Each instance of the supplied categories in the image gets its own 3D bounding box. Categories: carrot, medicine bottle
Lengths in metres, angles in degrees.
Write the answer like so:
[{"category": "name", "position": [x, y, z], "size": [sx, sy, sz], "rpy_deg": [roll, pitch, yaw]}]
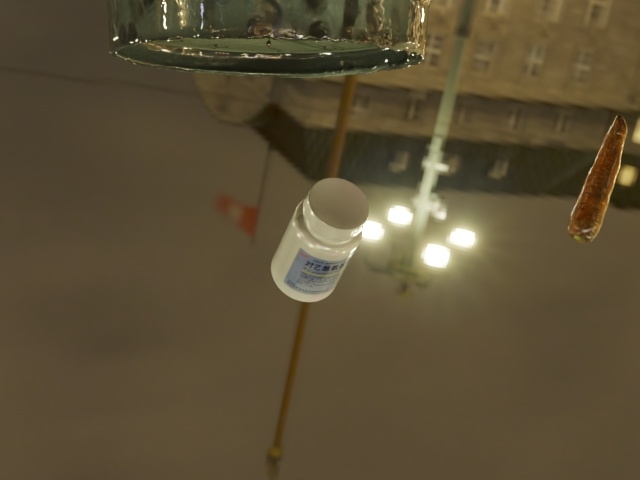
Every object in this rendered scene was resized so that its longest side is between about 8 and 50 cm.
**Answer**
[{"category": "carrot", "position": [0.385, -0.084, 1.889], "size": [0.047, 0.191, 0.047], "rpy_deg": [23, 164, 7]}, {"category": "medicine bottle", "position": [0.000, 0.000, 1.953], "size": [0.102, 0.187, 0.103], "rpy_deg": [10, -126, -14]}]

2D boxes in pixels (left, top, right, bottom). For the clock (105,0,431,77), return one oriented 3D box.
[{"category": "clock", "position": [-0.051, -0.200, 1.305], "size": [0.312, 0.061, 0.312], "rpy_deg": [1, -179, 0]}]
